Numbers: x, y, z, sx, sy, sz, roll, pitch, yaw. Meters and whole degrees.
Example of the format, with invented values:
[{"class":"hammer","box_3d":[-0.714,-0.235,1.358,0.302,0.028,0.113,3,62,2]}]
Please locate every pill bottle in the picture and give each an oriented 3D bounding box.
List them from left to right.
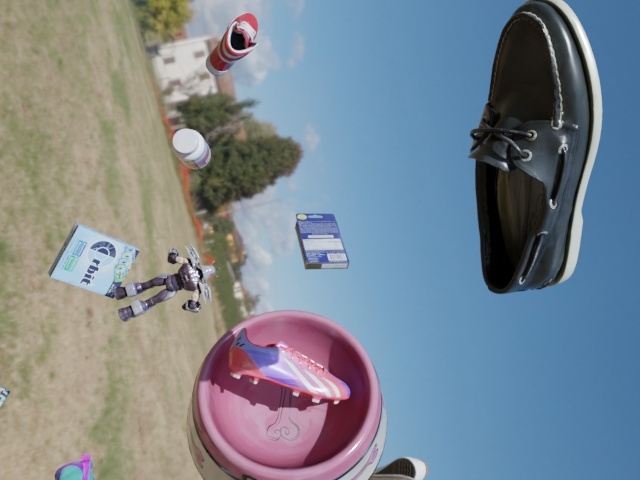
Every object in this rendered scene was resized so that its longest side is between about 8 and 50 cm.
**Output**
[{"class":"pill bottle","box_3d":[-0.347,-0.247,1.629,0.152,0.086,0.086,96,-22,-83]}]

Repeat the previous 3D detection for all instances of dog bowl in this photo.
[{"class":"dog bowl","box_3d":[-0.063,0.313,1.186,0.150,0.408,0.408,95,-21,-52]}]

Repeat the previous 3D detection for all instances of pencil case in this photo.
[{"class":"pencil case","box_3d":[-0.375,0.427,0.969,0.064,0.070,0.151,20,29,-51]}]

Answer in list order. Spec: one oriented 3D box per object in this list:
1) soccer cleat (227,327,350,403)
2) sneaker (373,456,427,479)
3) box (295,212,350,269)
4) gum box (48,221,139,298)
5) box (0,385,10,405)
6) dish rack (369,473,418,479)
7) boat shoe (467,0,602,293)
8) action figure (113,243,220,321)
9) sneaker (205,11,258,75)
[{"class":"soccer cleat","box_3d":[-0.052,0.239,1.145,0.083,0.248,0.095,160,-53,-74]},{"class":"sneaker","box_3d":[0.162,0.663,1.636,0.123,0.290,0.105,24,42,-53]},{"class":"box","box_3d":[0.000,0.000,1.903,0.225,0.137,0.036,-105,-160,-43]},{"class":"gum box","box_3d":[-0.614,0.057,1.658,0.041,0.184,0.157,32,-87,52]},{"class":"box","box_3d":[-0.684,0.332,1.178,0.027,0.137,0.094,10,-26,42]},{"class":"dish rack","box_3d":[0.248,0.600,1.262,0.333,0.072,0.285,35,-27,-4]},{"class":"boat shoe","box_3d":[0.219,-0.087,0.682,0.127,0.113,0.340,39,-38,51]},{"class":"action figure","box_3d":[-0.401,0.117,1.617,0.099,0.285,0.185,57,14,-76]},{"class":"sneaker","box_3d":[-0.100,-0.267,0.790,0.067,0.042,0.118,-23,-145,50]}]
